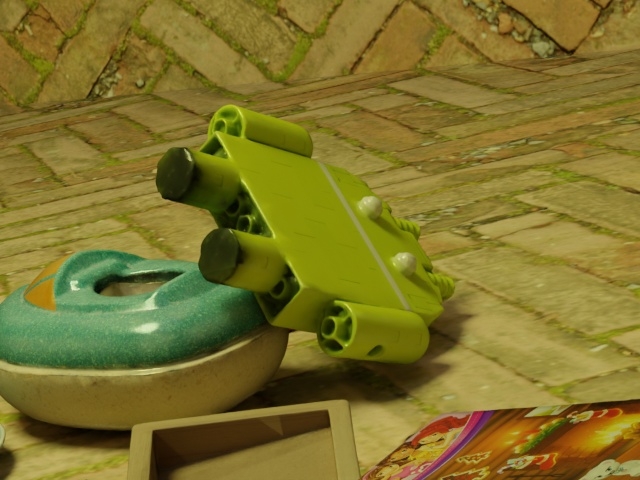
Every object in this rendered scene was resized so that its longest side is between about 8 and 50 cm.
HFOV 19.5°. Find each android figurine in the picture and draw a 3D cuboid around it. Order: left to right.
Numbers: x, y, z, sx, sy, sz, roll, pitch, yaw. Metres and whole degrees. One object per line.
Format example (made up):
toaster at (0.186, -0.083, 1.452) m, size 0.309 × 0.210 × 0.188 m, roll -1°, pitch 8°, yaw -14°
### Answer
android figurine at (0.000, 0.000, 1.448) m, size 0.273 × 0.056 × 0.248 m, roll 14°, pitch 37°, yaw -45°

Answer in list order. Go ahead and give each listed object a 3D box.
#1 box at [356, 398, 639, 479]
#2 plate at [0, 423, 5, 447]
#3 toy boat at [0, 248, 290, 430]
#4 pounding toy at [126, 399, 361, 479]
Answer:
box at (0.036, 0.149, 0.672) m, size 0.201 × 0.057 × 0.293 m, roll -11°, pitch 17°, yaw 47°
plate at (-0.321, 0.170, 1.363) m, size 0.188 × 0.024 × 0.188 m, roll -10°, pitch 13°, yaw 2°
toy boat at (-0.120, 0.041, 1.482) m, size 0.267 × 0.148 × 0.318 m, roll -1°, pitch 17°, yaw 35°
pounding toy at (-0.009, 0.172, 0.997) m, size 0.181 × 0.094 × 0.206 m, roll -7°, pitch 20°, yaw -1°
